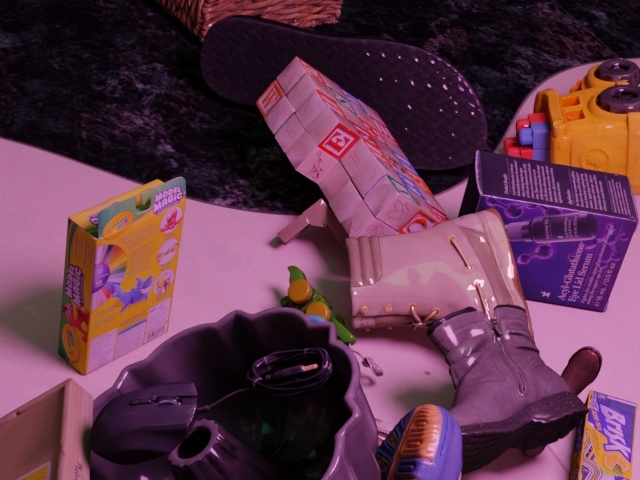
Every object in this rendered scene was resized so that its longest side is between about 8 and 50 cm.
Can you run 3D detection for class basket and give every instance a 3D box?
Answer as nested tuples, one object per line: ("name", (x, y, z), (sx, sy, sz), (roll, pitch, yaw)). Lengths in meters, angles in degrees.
("basket", (-0.122, -0.475, 2.148), (0.299, 0.213, 0.223), (-17, 45, -34))

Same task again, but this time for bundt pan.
("bundt pan", (-0.086, 0.220, 1.187), (0.331, 0.124, 0.330), (-22, 34, 16))

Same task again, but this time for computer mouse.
("computer mouse", (-0.103, 0.138, 1.159), (0.242, 0.041, 0.071), (-22, 34, 14))

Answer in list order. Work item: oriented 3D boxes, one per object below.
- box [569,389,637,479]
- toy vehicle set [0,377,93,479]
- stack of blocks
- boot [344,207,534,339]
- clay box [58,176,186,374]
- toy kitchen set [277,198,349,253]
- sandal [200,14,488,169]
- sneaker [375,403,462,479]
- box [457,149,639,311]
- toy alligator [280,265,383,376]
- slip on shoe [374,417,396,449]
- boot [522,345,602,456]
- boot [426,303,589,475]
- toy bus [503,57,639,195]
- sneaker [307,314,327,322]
("box", (0.305, 0.240, 1.419), (0.059, 0.054, 0.169), (16, 35, 6))
("toy vehicle set", (-0.281, 0.257, 1.159), (0.166, 0.035, 0.266), (-30, 34, 15))
("stack of blocks", (0.044, -0.098, 1.714), (0.171, 0.087, 0.297), (30, 21, -40))
("boot", (0.138, 0.095, 1.528), (0.204, 0.095, 0.261), (-9, 65, -3))
("clay box", (-0.215, 0.028, 1.420), (0.053, 0.222, 0.127), (34, 40, 28))
("toy kitchen set", (0.000, 0.000, 1.692), (0.083, 0.075, 0.068), (52, 1, 1))
("sandal", (0.044, -0.234, 1.920), (0.446, 0.167, 0.107), (21, 19, 12))
("sneaker", (0.097, 0.298, 1.157), (0.131, 0.112, 0.296), (16, 77, -16))
("box", (0.282, -0.012, 1.676), (0.207, 0.153, 0.108), (8, 36, -2))
("toy alligator", (0.001, 0.105, 1.530), (0.051, 0.056, 0.189), (-42, 57, 4))
("slip on shoe", (0.038, 0.210, 1.394), (0.135, 0.051, 0.041), (20, 48, 2))
("boot", (0.266, 0.180, 1.450), (0.037, 0.106, 0.114), (34, 37, 12))
("boot", (0.152, 0.151, 1.369), (0.247, 0.083, 0.161), (-8, 52, -37))
("toy bus", (0.377, -0.167, 1.946), (0.212, 0.149, 0.220), (-4, 33, 6))
("sneaker", (-0.107, 0.143, 1.390), (0.275, 0.110, 0.107), (-16, 44, -32))
